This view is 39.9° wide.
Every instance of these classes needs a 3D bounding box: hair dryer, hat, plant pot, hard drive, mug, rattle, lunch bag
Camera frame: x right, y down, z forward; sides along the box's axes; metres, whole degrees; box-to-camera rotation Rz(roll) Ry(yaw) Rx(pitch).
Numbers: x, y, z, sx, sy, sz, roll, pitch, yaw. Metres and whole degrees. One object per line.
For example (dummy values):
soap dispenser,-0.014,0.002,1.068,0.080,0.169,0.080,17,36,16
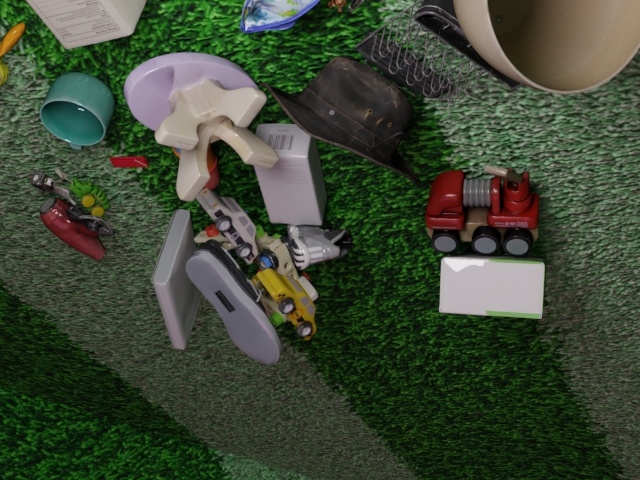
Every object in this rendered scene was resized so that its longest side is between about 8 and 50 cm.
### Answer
hair dryer,-0.558,-0.026,2.025,0.223,0.080,0.293,38,164,14
hat,0.065,-0.231,1.504,0.331,0.331,0.134,27,106,-21
plant pot,0.293,-0.351,1.222,0.284,0.284,0.191,33,177,-28
hard drive,-0.331,0.098,2.089,0.040,0.203,0.307,8,146,6
mug,-0.472,-0.257,1.711,0.129,0.097,0.158,35,141,-31
rattle,-0.660,-0.380,1.621,0.199,0.130,0.143,38,134,8
lunch bag,-0.060,-0.396,1.351,0.151,0.129,0.096,-23,132,40

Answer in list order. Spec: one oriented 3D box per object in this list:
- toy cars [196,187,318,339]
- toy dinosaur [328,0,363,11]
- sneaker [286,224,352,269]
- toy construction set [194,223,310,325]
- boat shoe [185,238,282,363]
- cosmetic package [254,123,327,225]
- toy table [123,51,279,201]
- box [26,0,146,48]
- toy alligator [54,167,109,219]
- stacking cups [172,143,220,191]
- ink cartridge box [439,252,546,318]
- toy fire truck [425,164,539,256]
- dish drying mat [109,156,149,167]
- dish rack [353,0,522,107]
toy cars,-0.115,0.039,1.858,0.394,0.087,0.176,53,175,-4
toy dinosaur,0.079,-0.427,1.182,0.164,0.218,0.322,17,143,17
sneaker,0.000,0.000,1.878,0.132,0.229,0.086,-8,112,-5
toy construction set,-0.139,0.070,2.060,0.215,0.151,0.328,13,148,48
boat shoe,-0.176,0.133,1.951,0.113,0.105,0.306,-30,105,37
cosmetic package,-0.060,-0.129,1.782,0.117,0.085,0.231,4,148,10
toy table,-0.195,-0.209,1.542,0.274,0.161,0.252,-3,140,-37
box,-0.415,-0.460,1.375,0.148,0.121,0.311,-5,143,24
toy alligator,-0.524,-0.111,1.987,0.051,0.056,0.190,-36,137,-5
stacking cups,-0.254,-0.215,1.727,0.096,0.096,0.316,4,150,12
ink cartridge box,0.361,0.088,1.815,0.198,0.115,0.273,2,-178,15
toy fire truck,0.308,-0.085,1.692,0.217,0.158,0.246,3,133,15
dish drying mat,-0.412,-0.168,1.901,0.083,0.008,0.032,1,145,16
dish rack,0.182,-0.295,1.434,0.208,0.074,0.271,30,157,-22
